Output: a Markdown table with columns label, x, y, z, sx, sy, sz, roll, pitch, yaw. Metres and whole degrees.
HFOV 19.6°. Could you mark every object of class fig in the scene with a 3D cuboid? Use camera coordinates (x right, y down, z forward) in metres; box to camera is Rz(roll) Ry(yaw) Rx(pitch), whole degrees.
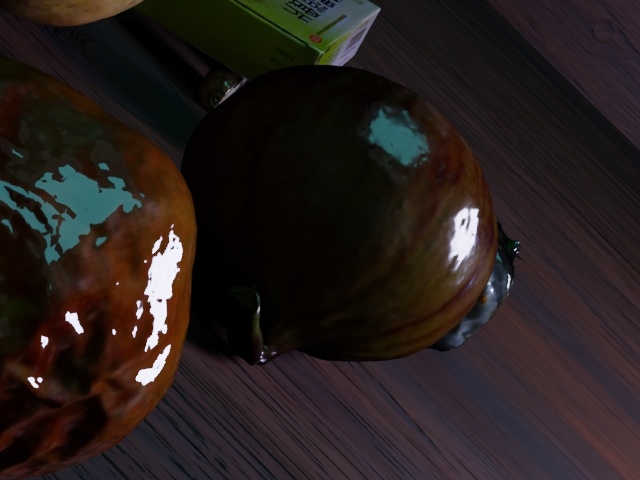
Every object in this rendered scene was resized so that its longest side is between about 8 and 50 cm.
| label | x | y | z | sx | sy | sz | roll | pitch | yaw |
| --- | --- | --- | --- | --- | --- | --- | --- | --- | --- |
| fig | 0.008 | -0.013 | 1.307 | 0.235 | 0.214 | 0.235 | 21 | 2 | -1 |

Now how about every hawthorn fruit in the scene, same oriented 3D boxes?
| label | x | y | z | sx | sy | sz | roll | pitch | yaw |
| --- | --- | --- | --- | --- | --- | --- | --- | --- | --- |
| hawthorn fruit | -0.175 | 0.023 | 0.815 | 0.207 | 0.207 | 0.243 | 46 | 21 | 7 |

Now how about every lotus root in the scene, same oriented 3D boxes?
| label | x | y | z | sx | sy | sz | roll | pitch | yaw |
| --- | --- | --- | --- | --- | --- | --- | --- | --- | --- |
| lotus root | -0.088 | -0.140 | 1.641 | 0.030 | 0.037 | 0.083 | 39 | 18 | -3 |

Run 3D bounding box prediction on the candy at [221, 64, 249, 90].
| label | x | y | z | sx | sy | sz | roll | pitch | yaw |
| --- | --- | --- | --- | --- | --- | --- | --- | --- | --- |
| candy | -0.049 | -0.156 | 1.757 | 0.103 | 0.043 | 0.103 | 36 | 21 | -16 |

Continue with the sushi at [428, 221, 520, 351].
| label | x | y | z | sx | sy | sz | roll | pitch | yaw |
| --- | --- | --- | --- | --- | --- | --- | --- | --- | --- |
| sushi | 0.065 | -0.019 | 1.550 | 0.225 | 0.124 | 0.127 | 42 | 17 | -4 |

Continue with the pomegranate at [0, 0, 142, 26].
| label | x | y | z | sx | sy | sz | roll | pitch | yaw |
| --- | --- | --- | --- | --- | --- | --- | --- | --- | --- |
| pomegranate | -0.197 | -0.306 | 1.419 | 0.281 | 0.281 | 0.281 | 39 | 18 | -15 |

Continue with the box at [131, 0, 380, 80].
| label | x | y | z | sx | sy | sz | roll | pitch | yaw |
| --- | --- | --- | --- | --- | --- | --- | --- | --- | --- |
| box | -0.055 | -0.218 | 1.722 | 0.175 | 0.062 | 0.260 | 32 | 20 | 3 |
